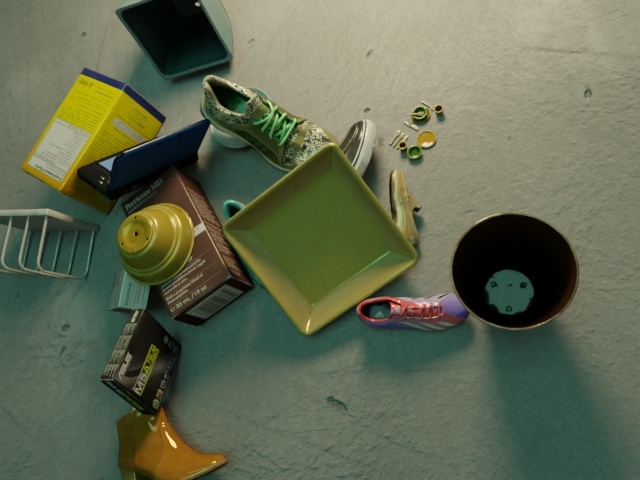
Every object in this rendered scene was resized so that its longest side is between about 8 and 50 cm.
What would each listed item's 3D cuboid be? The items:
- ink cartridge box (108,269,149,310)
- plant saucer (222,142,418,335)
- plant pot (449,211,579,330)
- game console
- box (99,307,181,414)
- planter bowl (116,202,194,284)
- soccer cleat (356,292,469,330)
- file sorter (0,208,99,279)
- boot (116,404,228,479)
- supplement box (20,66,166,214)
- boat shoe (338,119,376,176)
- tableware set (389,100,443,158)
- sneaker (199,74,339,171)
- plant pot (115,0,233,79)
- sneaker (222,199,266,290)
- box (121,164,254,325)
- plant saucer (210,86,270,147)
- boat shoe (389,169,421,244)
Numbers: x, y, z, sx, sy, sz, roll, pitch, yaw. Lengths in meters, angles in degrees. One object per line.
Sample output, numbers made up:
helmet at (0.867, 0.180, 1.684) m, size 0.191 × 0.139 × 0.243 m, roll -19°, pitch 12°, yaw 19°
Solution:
ink cartridge box at (-0.505, 0.133, 1.318) m, size 0.181 × 0.062 × 0.104 m, roll -18°, pitch 63°, yaw 55°
plant saucer at (0.000, 0.000, 1.159) m, size 0.333 × 0.081 × 0.332 m, roll -36°, pitch 95°, yaw 12°
plant pot at (0.375, 0.082, 0.988) m, size 0.216 × 0.230 × 0.215 m, roll -5°, pitch 73°, yaw 17°
game console at (-0.477, -0.249, 1.339) m, size 0.250 × 0.173 × 0.293 m, roll 30°, pitch 45°, yaw 27°
box at (-0.422, 0.290, 1.194) m, size 0.045 × 0.184 × 0.190 m, roll -4°, pitch 46°, yaw 17°
planter bowl at (-0.428, -0.004, 1.222) m, size 0.218 × 0.090 × 0.216 m, roll -5°, pitch 73°, yaw 17°
soccer cleat at (0.202, 0.157, 1.099) m, size 0.248 × 0.095 × 0.082 m, roll -5°, pitch 75°, yaw 20°
file sorter at (-0.839, 0.015, 1.454) m, size 0.278 × 0.193 × 0.172 m, roll 1°, pitch 77°, yaw 19°
boot at (-0.371, 0.480, 1.196) m, size 0.295 × 0.104 × 0.211 m, roll -23°, pitch 68°, yaw 16°
supplement box at (-0.668, -0.293, 1.485) m, size 0.194 × 0.195 × 0.356 m, roll 26°, pitch 83°, yaw 24°
boat shoe at (0.026, -0.164, 1.224) m, size 0.119 × 0.121 × 0.334 m, roll 28°, pitch 84°, yaw -16°
tableware set at (0.251, -0.282, 1.256) m, size 0.104 × 0.024 × 0.154 m, roll 38°, pitch 88°, yaw 25°
sneaker at (-0.143, -0.302, 1.283) m, size 0.411 × 0.182 × 0.157 m, roll 25°, pitch 86°, yaw 4°
plant pot at (-0.413, -0.686, 1.500) m, size 0.247 × 0.247 × 0.252 m, roll -11°, pitch 53°, yaw 16°
sneaker at (-0.178, 0.011, 1.268) m, size 0.107 × 0.110 × 0.275 m, roll -35°, pitch 67°, yaw 6°
box at (-0.354, 0.010, 1.316) m, size 0.191 × 0.143 × 0.381 m, roll -36°, pitch 64°, yaw 6°
plant saucer at (-0.221, -0.347, 1.432) m, size 0.195 × 0.037 × 0.194 m, roll -5°, pitch 73°, yaw 17°
boat shoe at (0.205, -0.079, 1.194) m, size 0.072 × 0.068 × 0.189 m, roll -5°, pitch 82°, yaw 5°
